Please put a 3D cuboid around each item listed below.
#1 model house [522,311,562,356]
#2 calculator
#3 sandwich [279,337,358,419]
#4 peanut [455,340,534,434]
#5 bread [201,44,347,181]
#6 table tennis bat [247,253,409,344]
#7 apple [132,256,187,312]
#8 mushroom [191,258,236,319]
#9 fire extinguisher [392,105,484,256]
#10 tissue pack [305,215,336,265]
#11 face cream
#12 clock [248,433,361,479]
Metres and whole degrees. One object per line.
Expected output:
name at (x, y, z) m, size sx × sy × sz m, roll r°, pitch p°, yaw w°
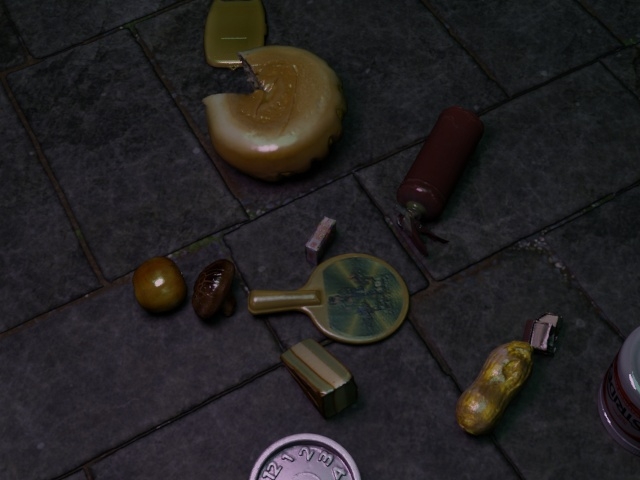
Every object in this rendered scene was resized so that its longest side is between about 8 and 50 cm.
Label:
model house at (0.423, 0.175, 1.725) m, size 0.058 × 0.057 × 0.083 m, roll 6°, pitch 75°, yaw 36°
calculator at (-0.206, -0.505, 2.181) m, size 0.157 × 0.033 × 0.236 m, roll -1°, pitch 59°, yaw 0°
sandwich at (-0.007, 0.231, 1.660) m, size 0.079 × 0.113 × 0.163 m, roll -29°, pitch 61°, yaw -16°
peanut at (0.320, 0.267, 1.645) m, size 0.087 × 0.087 × 0.206 m, roll 33°, pitch 67°, yaw 20°
bread at (-0.090, -0.270, 1.953) m, size 0.333 × 0.160 × 0.332 m, roll -1°, pitch 60°, yaw 2°
table tennis bat at (0.017, 0.117, 1.777) m, size 0.321 × 0.050 × 0.198 m, roll -2°, pitch 59°, yaw -4°
apple at (-0.319, 0.086, 1.771) m, size 0.102 × 0.099 × 0.114 m, roll -27°, pitch 64°, yaw -12°
mushroom at (-0.208, 0.095, 1.760) m, size 0.085 × 0.109 × 0.126 m, roll 6°, pitch 42°, yaw 11°
fire extinguisher at (0.252, -0.119, 1.891) m, size 0.147 × 0.106 × 0.337 m, roll 34°, pitch 63°, yaw -7°
tissue pack at (0.000, 0.000, 1.836) m, size 0.035 × 0.063 × 0.083 m, roll 26°, pitch 61°, yaw 14°
face cream at (0.606, 0.262, 1.579) m, size 0.201 × 0.187 × 0.201 m, roll -1°, pitch 58°, yaw 1°
clock at (-0.026, 0.438, 1.557) m, size 0.197 × 0.068 × 0.196 m, roll -1°, pitch 58°, yaw 2°
